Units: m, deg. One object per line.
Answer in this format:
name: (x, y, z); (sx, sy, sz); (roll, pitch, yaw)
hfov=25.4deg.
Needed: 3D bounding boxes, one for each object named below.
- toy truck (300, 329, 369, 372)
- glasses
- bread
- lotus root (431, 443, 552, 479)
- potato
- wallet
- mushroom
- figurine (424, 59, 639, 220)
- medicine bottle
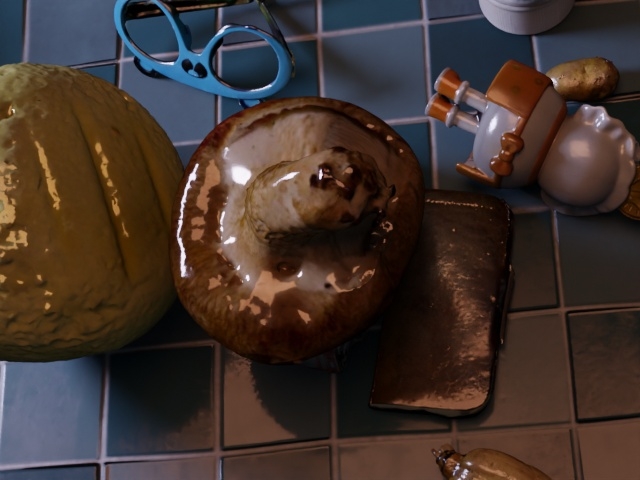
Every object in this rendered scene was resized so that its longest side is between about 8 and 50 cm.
toy truck: (0.000, 0.000, 1.523); (0.135, 0.114, 0.270); (9, 68, 11)
glasses: (-0.114, -0.279, 1.672); (0.239, 0.102, 0.206); (18, 72, 18)
bread: (-0.283, -0.029, 1.490); (0.237, 0.320, 0.320); (-23, 62, 27)
lotus root: (0.176, 0.246, 1.409); (0.152, 0.063, 0.072); (26, 101, 14)
potato: (0.292, -0.178, 1.583); (0.083, 0.040, 0.051); (-7, 56, 6)
wallet: (0.134, 0.066, 1.514); (0.137, 0.031, 0.255); (5, 69, 13)
mushroom: (-0.024, -0.037, 1.384); (0.267, 0.254, 0.267); (2, 40, -1)
figurine: (0.238, -0.100, 1.509); (0.271, 0.143, 0.143); (38, 78, 24)
medicine bottle: (0.221, -0.335, 1.556); (0.139, 0.237, 0.139); (-4, 67, 9)
